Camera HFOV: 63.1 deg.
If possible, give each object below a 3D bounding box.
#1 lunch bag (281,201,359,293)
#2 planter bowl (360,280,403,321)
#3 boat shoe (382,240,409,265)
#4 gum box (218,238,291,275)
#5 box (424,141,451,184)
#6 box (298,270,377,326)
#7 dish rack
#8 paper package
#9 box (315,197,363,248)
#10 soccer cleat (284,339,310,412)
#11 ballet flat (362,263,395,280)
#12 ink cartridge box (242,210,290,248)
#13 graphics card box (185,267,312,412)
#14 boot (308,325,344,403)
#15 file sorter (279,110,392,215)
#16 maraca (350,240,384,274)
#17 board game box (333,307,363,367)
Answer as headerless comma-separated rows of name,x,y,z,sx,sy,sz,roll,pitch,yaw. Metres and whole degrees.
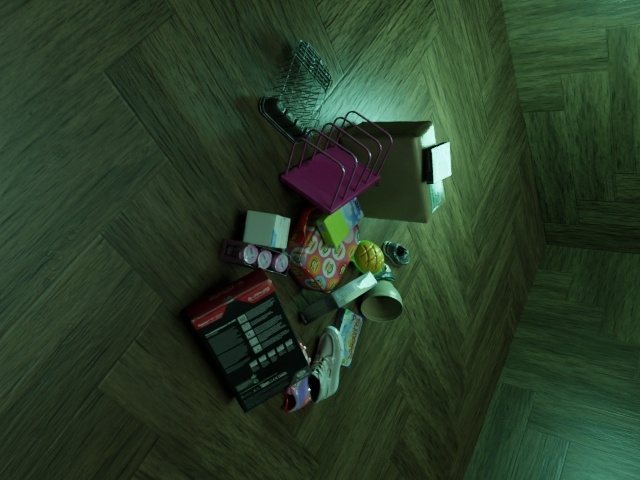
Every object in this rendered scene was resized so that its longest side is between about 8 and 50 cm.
lunch bag,0.000,0.000,1.701,0.293,0.120,0.258,-59,136,-27
planter bowl,0.241,0.227,2.038,0.109,0.162,0.162,-82,152,-46
boat shoe,0.333,0.060,2.185,0.206,0.065,0.075,32,70,-50
gum box,-0.187,0.047,1.477,0.188,0.107,0.062,21,79,-51
box,0.391,-0.258,1.731,0.162,0.029,0.116,-27,115,-50
box,0.060,0.196,1.763,0.231,0.183,0.056,-24,82,-49
dish rack,-0.063,-0.456,1.589,0.208,0.074,0.272,37,65,-50
paper package,0.258,-0.246,1.839,0.168,0.309,0.325,-41,128,-40
box,0.063,-0.070,1.655,0.178,0.042,0.109,-49,126,-37
soccer cleat,-0.086,0.443,1.701,0.095,0.083,0.248,-22,116,-44
ballet flat,0.240,0.125,2.075,0.203,0.074,0.074,10,88,-50
ink cartridge box,-0.150,-0.029,1.502,0.143,0.089,0.092,16,83,-75
graphics card box,-0.189,0.281,1.450,0.232,0.094,0.371,-29,121,-13
boot,0.010,0.434,1.804,0.123,0.095,0.258,-15,109,-57
file sorter,0.058,-0.255,1.613,0.290,0.202,0.182,-37,158,-43
maraca,0.161,0.056,1.943,0.185,0.099,0.127,28,63,-24
board game box,0.089,0.364,1.945,0.136,0.035,0.201,32,71,-50
